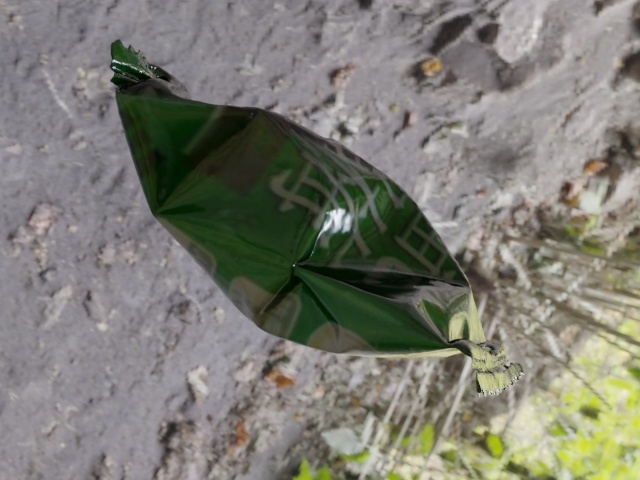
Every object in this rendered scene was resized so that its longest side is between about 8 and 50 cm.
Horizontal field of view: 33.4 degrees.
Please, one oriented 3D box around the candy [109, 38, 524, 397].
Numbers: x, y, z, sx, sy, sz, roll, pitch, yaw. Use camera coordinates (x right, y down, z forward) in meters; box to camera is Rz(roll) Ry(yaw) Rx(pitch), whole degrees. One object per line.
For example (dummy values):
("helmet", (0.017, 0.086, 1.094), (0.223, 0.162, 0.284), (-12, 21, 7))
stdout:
("candy", (-0.002, 0.003, 0.460), (0.078, 0.203, 0.141), (-56, 166, 18))
